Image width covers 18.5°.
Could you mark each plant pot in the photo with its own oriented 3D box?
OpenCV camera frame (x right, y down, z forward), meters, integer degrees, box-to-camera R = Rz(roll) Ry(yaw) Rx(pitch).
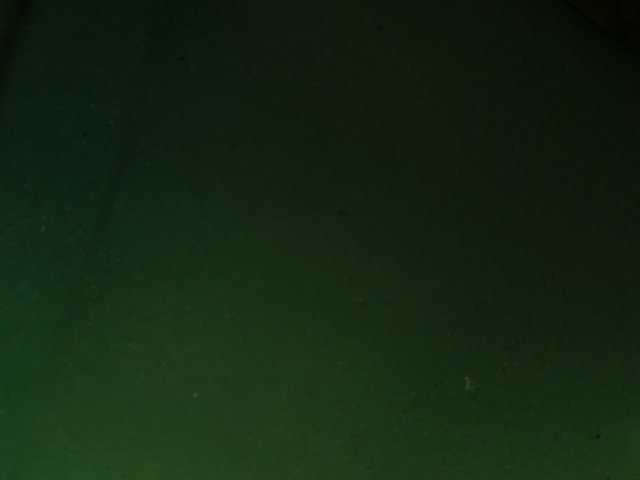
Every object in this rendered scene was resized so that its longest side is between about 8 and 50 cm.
[{"bbox_3d":[0.000,0.000,0.673,0.255,0.271,0.271,18,139,-9],"label":"plant pot"}]
